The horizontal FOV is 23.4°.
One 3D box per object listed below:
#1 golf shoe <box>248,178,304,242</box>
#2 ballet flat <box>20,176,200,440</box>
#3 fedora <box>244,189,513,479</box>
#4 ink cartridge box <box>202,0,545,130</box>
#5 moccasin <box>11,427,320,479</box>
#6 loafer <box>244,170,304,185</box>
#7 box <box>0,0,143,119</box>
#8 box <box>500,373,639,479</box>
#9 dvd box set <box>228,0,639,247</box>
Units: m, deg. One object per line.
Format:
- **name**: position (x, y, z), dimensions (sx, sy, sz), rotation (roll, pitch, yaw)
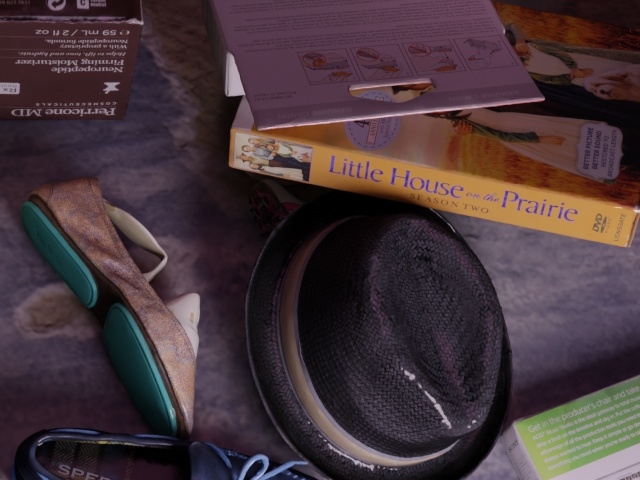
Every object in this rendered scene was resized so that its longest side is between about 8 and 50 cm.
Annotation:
- **golf shoe**: position (0.000, 0.000, 1.683), dimensions (0.186, 0.067, 0.086), rotation (47, 57, 1)
- **ballet flat**: position (-0.188, 0.057, 1.589), dimensions (0.106, 0.107, 0.316), rotation (-25, 73, -31)
- **fedora**: position (0.086, 0.094, 1.561), dimensions (0.334, 0.152, 0.334), rotation (5, 75, -21)
- **ink cartridge box**: position (0.046, -0.188, 1.581), dimensions (0.296, 0.066, 0.261), rotation (-6, 46, -13)
- **moccasin**: position (-0.130, 0.258, 1.486), dimensions (0.342, 0.117, 0.138), rotation (8, 70, -6)
- **loafer**: position (0.029, -0.141, 1.741), dimensions (0.268, 0.092, 0.102), rotation (-20, 70, -21)
- **box**: position (-0.286, -0.249, 1.658), dimensions (0.168, 0.203, 0.167), rotation (-2, 65, -14)
- **box**: position (0.360, 0.302, 1.620), dimensions (0.232, 0.058, 0.322), rotation (-17, 70, -20)
- **dvd box set**: position (0.140, -0.155, 1.652), dimensions (0.420, 0.062, 0.308), rotation (12, 45, 5)
